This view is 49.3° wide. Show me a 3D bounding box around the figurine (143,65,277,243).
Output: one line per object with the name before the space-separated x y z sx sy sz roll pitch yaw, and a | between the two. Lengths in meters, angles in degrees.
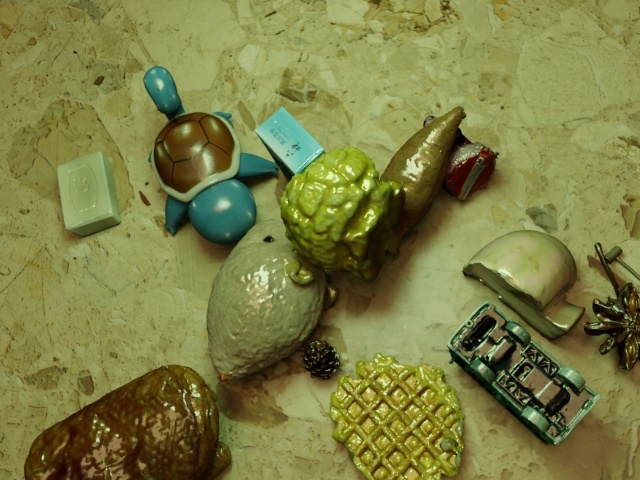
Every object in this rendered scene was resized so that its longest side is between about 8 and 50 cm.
figurine | -0.264 -0.186 1.574 0.297 0.243 0.416 -26 86 -8

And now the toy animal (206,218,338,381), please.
toy animal | -0.108 0.123 1.410 0.226 0.188 0.359 13 73 23

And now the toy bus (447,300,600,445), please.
toy bus | 0.360 0.244 1.279 0.256 0.147 0.128 42 82 18

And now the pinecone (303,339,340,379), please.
pinecone | 0.002 0.237 1.398 0.077 0.083 0.077 1 62 -2

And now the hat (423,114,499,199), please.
hat | 0.281 -0.201 1.493 0.128 0.140 0.227 -18 52 -13

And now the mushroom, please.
mushroom | 0.417 0.050 1.334 0.236 0.162 0.173 40 83 21

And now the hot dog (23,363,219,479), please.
hot dog | -0.370 0.395 1.355 0.387 0.174 0.267 -28 56 -1

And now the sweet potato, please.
sweet potato | 0.189 -0.123 1.410 0.131 0.131 0.337 44 112 23

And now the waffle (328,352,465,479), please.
waffle | 0.144 0.356 1.335 0.262 0.060 0.281 -1 68 16

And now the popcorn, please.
popcorn | 0.048 -0.041 1.320 0.237 0.206 0.251 -40 96 19

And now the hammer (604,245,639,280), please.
hammer | 0.609 0.060 1.369 0.035 0.019 0.110 -41 72 -5

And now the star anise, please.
star anise | 0.585 0.132 1.310 0.177 0.073 0.234 14 76 2

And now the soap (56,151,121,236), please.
soap | -0.555 -0.110 1.669 0.121 0.064 0.183 -19 67 2

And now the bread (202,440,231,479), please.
bread | -0.240 0.464 1.383 0.157 0.044 0.052 -43 58 -6

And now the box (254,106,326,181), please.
box | -0.037 -0.162 1.479 0.083 0.232 0.142 -41 66 -4
